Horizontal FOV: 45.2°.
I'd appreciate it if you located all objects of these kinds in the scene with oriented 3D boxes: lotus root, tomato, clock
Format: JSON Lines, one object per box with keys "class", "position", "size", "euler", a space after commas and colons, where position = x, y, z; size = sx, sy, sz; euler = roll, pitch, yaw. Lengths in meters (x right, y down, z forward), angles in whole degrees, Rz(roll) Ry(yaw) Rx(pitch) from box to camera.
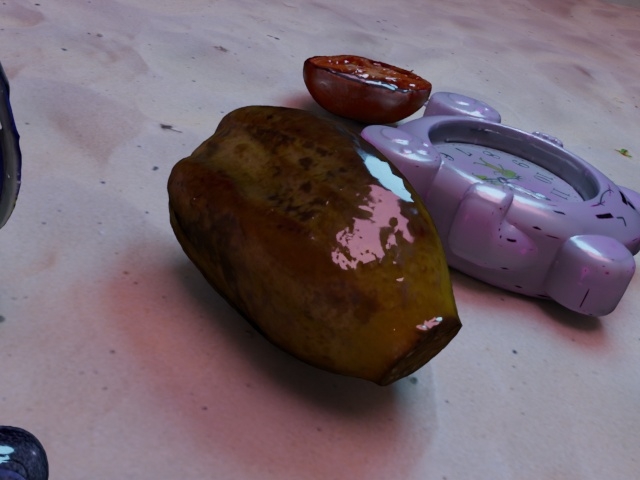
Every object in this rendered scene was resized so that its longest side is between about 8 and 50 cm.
{"class": "lotus root", "position": [0.000, 0.008, 0.653], "size": [0.193, 0.193, 0.291], "euler": [-12, 37, -40]}
{"class": "tomato", "position": [0.067, -0.214, 1.130], "size": [0.174, 0.082, 0.166], "euler": [25, 27, 24]}
{"class": "clock", "position": [0.216, -0.051, 0.897], "size": [0.322, 0.113, 0.295], "euler": [28, 31, 18]}

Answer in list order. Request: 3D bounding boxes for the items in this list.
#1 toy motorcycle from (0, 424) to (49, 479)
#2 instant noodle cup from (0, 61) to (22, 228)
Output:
{"class": "toy motorcycle", "position": [-0.231, 0.149, 0.280], "size": [0.213, 0.125, 0.358], "euler": [-8, 4, 36]}
{"class": "instant noodle cup", "position": [-0.397, -0.038, 0.459], "size": [0.284, 0.284, 0.312], "euler": [24, 39, 14]}
